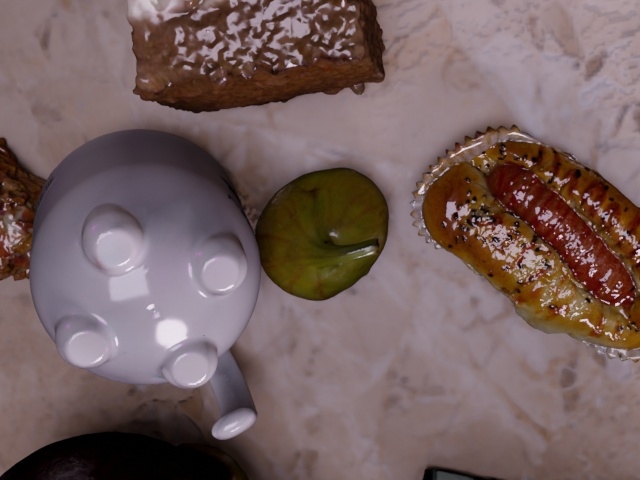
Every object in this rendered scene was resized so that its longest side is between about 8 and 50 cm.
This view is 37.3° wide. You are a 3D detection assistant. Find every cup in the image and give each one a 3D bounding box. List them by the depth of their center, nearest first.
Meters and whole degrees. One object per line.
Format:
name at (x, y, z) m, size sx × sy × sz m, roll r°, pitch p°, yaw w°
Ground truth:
cup at (-0.102, 0.034, 0.559) m, size 0.134 × 0.142 × 0.173 m, roll -1°, pitch 109°, yaw -14°

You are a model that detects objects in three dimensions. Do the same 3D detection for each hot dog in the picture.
hot dog at (0.148, 0.004, 0.583) m, size 0.192 × 0.053 × 0.099 m, roll 36°, pitch 107°, yaw 2°

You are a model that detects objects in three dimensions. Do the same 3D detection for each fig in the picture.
fig at (0.000, 0.000, 0.578) m, size 0.084 × 0.098 × 0.082 m, roll -4°, pitch 102°, yaw 7°

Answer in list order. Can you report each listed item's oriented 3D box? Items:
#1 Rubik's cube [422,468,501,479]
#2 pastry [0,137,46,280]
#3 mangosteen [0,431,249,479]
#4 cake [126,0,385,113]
Rubik's cube at (0.132, 0.271, 0.572) m, size 0.184 × 0.182 × 0.187 m, roll 14°, pitch 102°, yaw 4°
pastry at (-0.240, -0.031, 0.621) m, size 0.169 × 0.063 × 0.087 m, roll 31°, pitch 100°, yaw 0°
mangosteen at (-0.102, 0.223, 0.598) m, size 0.250 × 0.211 × 0.211 m, roll 2°, pitch 103°, yaw -25°
cake at (-0.038, -0.155, 0.541) m, size 0.135 × 0.134 × 0.147 m, roll -9°, pitch 90°, yaw 9°
